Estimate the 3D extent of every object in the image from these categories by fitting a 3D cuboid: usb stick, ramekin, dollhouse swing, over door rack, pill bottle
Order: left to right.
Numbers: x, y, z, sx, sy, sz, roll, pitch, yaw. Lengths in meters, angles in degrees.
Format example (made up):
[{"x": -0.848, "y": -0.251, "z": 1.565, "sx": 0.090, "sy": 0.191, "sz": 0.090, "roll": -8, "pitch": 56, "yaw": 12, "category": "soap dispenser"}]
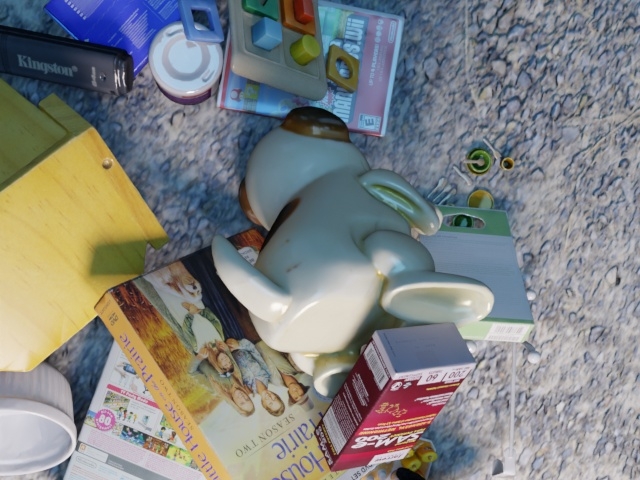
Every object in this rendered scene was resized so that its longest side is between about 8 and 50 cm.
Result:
[{"x": -0.491, "y": -0.033, "z": 1.312, "sx": 0.347, "sy": 0.305, "sz": 0.315, "roll": -42, "pitch": 127, "yaw": -18, "category": "dollhouse swing"}, {"x": -0.475, "y": 0.261, "z": 1.323, "sx": 0.207, "sy": 0.207, "sz": 0.109, "roll": -5, "pitch": 50, "yaw": -7, "category": "ramekin"}, {"x": -0.418, "y": -0.278, "z": 1.334, "sx": 0.278, "sy": 0.045, "sz": 0.077, "roll": 13, "pitch": 120, "yaw": 10, "category": "usb stick"}, {"x": -0.203, "y": -0.263, "z": 1.333, "sx": 0.108, "sy": 0.193, "sz": 0.108, "roll": 0, "pitch": 92, "yaw": -8, "category": "pill bottle"}, {"x": 0.226, "y": 0.219, "z": 1.432, "sx": 0.239, "sy": 0.108, "sz": 0.324, "roll": 10, "pitch": 80, "yaw": -7, "category": "over door rack"}]

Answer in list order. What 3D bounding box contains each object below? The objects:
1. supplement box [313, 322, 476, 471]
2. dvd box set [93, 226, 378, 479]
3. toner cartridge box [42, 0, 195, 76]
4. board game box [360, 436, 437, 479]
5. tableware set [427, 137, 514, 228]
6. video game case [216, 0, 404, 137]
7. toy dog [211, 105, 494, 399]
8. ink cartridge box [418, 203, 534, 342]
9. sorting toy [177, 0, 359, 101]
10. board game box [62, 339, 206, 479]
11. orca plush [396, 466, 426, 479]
[{"x": 0.095, "y": 0.216, "z": 1.188, "sx": 0.130, "sy": 0.239, "sz": 0.073, "roll": -3, "pitch": 49, "yaw": -29, "category": "supplement box"}, {"x": -0.095, "y": 0.202, "z": 1.292, "sx": 0.307, "sy": 0.062, "sz": 0.420, "roll": -25, "pitch": 75, "yaw": -45, "category": "dvd box set"}, {"x": -0.242, "y": -0.423, "z": 1.337, "sx": 0.348, "sy": 0.075, "sz": 0.165, "roll": -44, "pitch": 100, "yaw": 11, "category": "toner cartridge box"}, {"x": -0.037, "y": 0.477, "z": 1.463, "sx": 0.389, "sy": 0.050, "sz": 0.390, "roll": 17, "pitch": 90, "yaw": -8, "category": "board game box"}, {"x": 0.265, "y": -0.091, "z": 1.489, "sx": 0.154, "sy": 0.024, "sz": 0.104, "roll": -44, "pitch": 97, "yaw": -4, "category": "tableware set"}, {"x": -0.015, "y": -0.294, "z": 1.442, "sx": 0.285, "sy": 0.025, "sz": 0.204, "roll": 9, "pitch": 92, "yaw": -8, "category": "video game case"}, {"x": 0.000, "y": 0.000, "z": 1.299, "sx": 0.395, "sy": 0.408, "sz": 0.285, "roll": 8, "pitch": 132, "yaw": -23, "category": "toy dog"}, {"x": 0.238, "y": 0.049, "z": 1.420, "sx": 0.171, "sy": 0.056, "sz": 0.235, "roll": 4, "pitch": 49, "yaw": -10, "category": "ink cartridge box"}, {"x": -0.056, "y": -0.323, "z": 1.309, "sx": 0.347, "sy": 0.047, "sz": 0.196, "roll": 12, "pitch": 68, "yaw": -41, "category": "sorting toy"}, {"x": -0.259, "y": 0.316, "z": 1.375, "sx": 0.224, "sy": 0.097, "sz": 0.303, "roll": 21, "pitch": 91, "yaw": 8, "category": "board game box"}, {"x": 0.133, "y": 0.430, "z": 1.433, "sx": 0.287, "sy": 0.151, "sz": 0.102, "roll": -13, "pitch": 50, "yaw": 2, "category": "orca plush"}]
